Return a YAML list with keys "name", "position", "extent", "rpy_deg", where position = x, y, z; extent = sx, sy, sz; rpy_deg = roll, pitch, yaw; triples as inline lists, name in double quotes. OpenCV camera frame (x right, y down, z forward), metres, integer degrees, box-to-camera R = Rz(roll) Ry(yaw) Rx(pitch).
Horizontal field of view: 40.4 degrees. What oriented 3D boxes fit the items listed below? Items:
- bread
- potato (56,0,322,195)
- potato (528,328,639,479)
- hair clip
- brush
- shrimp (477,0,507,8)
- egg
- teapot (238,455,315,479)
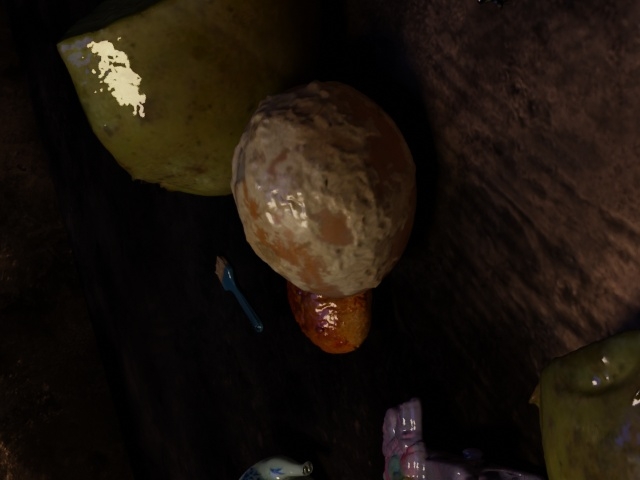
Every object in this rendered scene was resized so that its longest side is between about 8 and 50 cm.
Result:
- name: "bread"
  position: [-0.003, 0.005, 1.049]
  extent: [0.139, 0.095, 0.269]
  rpy_deg: [-27, 75, 55]
- name: "potato"
  position: [-0.082, -0.193, 0.984]
  extent: [0.212, 0.330, 0.280]
  rpy_deg: [1, 130, 32]
- name: "potato"
  position: [0.241, 0.195, 0.579]
  extent: [0.269, 0.112, 0.255]
  rpy_deg: [133, 136, -61]
- name: "hair clip"
  position: [0.121, 0.238, 0.928]
  extent: [0.278, 0.090, 0.137]
  rpy_deg: [-2, 92, 62]
- name: "brush"
  position: [-0.134, 0.090, 1.427]
  extent: [0.164, 0.014, 0.051]
  rpy_deg: [54, 148, 35]
- name: "shrimp"
  position: [0.100, -0.269, 0.631]
  extent: [0.152, 0.046, 0.219]
  rpy_deg: [175, 86, -80]
- name: "egg"
  position: [0.006, -0.049, 0.897]
  extent: [0.195, 0.195, 0.233]
  rpy_deg: [29, 145, 55]
- name: "teapot"
  position: [-0.047, 0.416, 1.282]
  extent: [0.159, 0.159, 0.232]
  rpy_deg: [22, 118, 58]
